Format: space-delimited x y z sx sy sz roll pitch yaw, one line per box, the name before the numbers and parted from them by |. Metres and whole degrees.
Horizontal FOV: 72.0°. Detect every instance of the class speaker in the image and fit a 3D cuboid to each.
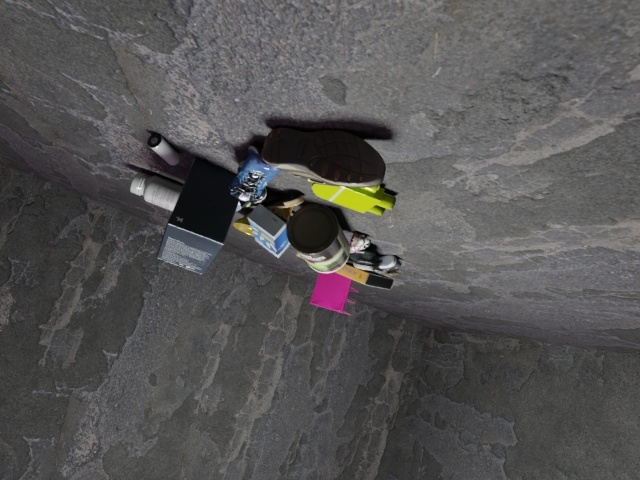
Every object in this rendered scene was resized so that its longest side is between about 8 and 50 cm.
speaker | -0.556 -0.321 1.570 0.055 0.055 0.136 15 166 16

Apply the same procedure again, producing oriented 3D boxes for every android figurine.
android figurine | 0.089 -0.152 1.363 0.272 0.056 0.248 20 167 -8

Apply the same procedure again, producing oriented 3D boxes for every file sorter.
file sorter | 0.107 0.255 2.479 0.202 0.291 0.182 11 168 31

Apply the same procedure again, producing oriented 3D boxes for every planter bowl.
planter bowl | -0.305 -0.080 2.120 0.217 0.090 0.217 18 168 4

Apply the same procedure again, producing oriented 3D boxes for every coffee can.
coffee can | 0.000 0.000 1.766 0.201 0.202 0.275 14 165 18

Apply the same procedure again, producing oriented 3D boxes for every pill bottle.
pill bottle | -0.749 -0.228 2.047 0.229 0.131 0.131 21 167 -10

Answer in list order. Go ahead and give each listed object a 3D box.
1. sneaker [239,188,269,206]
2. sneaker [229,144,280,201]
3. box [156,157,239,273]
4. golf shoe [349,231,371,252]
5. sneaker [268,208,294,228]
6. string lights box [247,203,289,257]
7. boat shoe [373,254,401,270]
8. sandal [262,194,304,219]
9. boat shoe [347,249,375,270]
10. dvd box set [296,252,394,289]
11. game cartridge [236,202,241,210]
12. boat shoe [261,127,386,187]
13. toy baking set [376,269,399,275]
sneaker | -0.241 -0.181 1.716 0.097 0.084 0.234 -4 179 -29
sneaker | -0.207 -0.195 1.403 0.129 0.147 0.330 23 166 -16
box | -0.478 -0.081 1.743 0.211 0.294 0.395 22 153 -16
golf shoe | 0.168 0.020 1.923 0.085 0.068 0.186 17 167 0
sneaker | -0.117 -0.045 1.925 0.321 0.126 0.127 25 171 -17
string lights box | -0.203 -0.033 1.759 0.133 0.077 0.260 36 163 12
boat shoe | 0.295 0.111 2.115 0.076 0.080 0.228 28 156 -30
sandal | -0.138 -0.118 1.697 0.240 0.088 0.079 -4 115 51
boat shoe | 0.183 0.076 2.079 0.114 0.091 0.302 11 -178 -21
dvd box set | 0.126 0.137 2.213 0.420 0.062 0.307 21 -179 34
game cartridge | -0.461 -0.191 1.979 0.198 0.062 0.297 31 162 -29
boat shoe | 0.016 -0.209 1.136 0.355 0.132 0.130 21 179 29
toy baking set | 0.312 0.142 2.312 0.256 0.030 0.196 27 167 -31
